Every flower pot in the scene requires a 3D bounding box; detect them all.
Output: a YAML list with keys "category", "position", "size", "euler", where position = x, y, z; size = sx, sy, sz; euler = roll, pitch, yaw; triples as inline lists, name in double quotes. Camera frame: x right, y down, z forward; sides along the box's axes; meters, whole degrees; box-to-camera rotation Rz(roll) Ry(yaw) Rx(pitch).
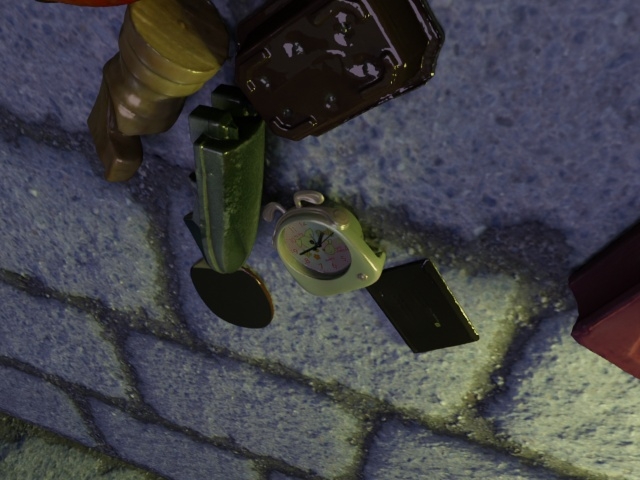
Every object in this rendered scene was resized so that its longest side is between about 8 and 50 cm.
- category: "flower pot"
  position: [0.003, -0.209, 0.595]
  size: [0.251, 0.084, 0.179]
  euler: [-19, 120, 37]

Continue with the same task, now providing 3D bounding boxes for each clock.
- category: "clock"
  position: [0.000, 0.000, 0.802]
  size: [0.151, 0.062, 0.191]
  euler: [-17, 120, 36]

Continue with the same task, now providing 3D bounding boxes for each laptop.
- category: "laptop"
  position: [0.170, 0.118, 0.865]
  size: [0.135, 0.016, 0.197]
  euler: [-20, 120, 35]

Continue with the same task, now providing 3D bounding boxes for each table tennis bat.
- category: "table tennis bat"
  position: [-0.190, 0.070, 0.983]
  size: [0.173, 0.022, 0.301]
  euler: [2, 131, 24]

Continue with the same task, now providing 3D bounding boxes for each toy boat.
- category: "toy boat"
  position: [-0.138, -0.061, 0.752]
  size: [0.092, 0.141, 0.319]
  euler: [17, 135, 9]

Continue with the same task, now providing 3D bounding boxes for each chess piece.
- category: "chess piece"
  position: [-0.247, -0.198, 0.693]
  size: [0.137, 0.137, 0.301]
  euler: [43, 137, -16]

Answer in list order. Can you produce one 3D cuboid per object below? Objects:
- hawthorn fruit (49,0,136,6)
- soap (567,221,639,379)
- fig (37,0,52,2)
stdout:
- category: "hawthorn fruit"
  position: [-0.203, -0.357, 0.451]
  size: [0.330, 0.287, 0.287]
  euler: [10, 136, -8]
- category: "soap"
  position: [0.494, 0.037, 0.565]
  size: [0.233, 0.128, 0.359]
  euler: [28, 137, -2]
- category: "fig"
  position: [-0.346, -0.338, 0.649]
  size: [0.088, 0.074, 0.074]
  euler: [17, 137, -12]
